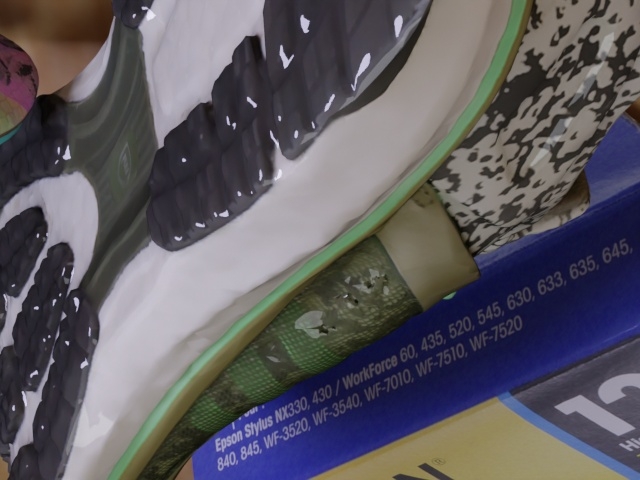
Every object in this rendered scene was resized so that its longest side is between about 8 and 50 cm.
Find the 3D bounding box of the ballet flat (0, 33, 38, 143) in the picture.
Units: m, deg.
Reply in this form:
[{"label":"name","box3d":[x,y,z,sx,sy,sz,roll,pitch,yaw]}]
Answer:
[{"label":"ballet flat","box3d":[-0.200,-0.066,0.539,0.221,0.077,0.079,1,131,-2]}]

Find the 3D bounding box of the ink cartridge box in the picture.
[{"label":"ink cartridge box","box3d":[0.095,0.084,0.762,0.307,0.072,0.303,28,140,-32]}]

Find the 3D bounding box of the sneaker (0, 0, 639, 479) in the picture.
[{"label":"sneaker","box3d":[0.000,0.000,0.584,0.182,0.158,0.410,4,154,-26]}]
